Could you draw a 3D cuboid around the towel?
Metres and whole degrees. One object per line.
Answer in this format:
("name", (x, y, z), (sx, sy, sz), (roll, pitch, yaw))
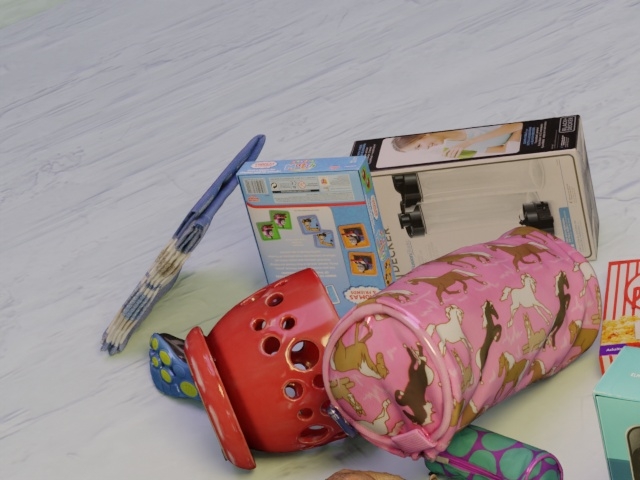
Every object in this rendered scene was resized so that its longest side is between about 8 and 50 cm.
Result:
("towel", (-0.171, 0.007, 2.238), (0.034, 0.285, 0.209), (37, 40, -2))

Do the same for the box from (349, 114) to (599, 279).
("box", (0.190, -0.049, 2.216), (0.290, 0.169, 0.087), (-5, 33, 15))

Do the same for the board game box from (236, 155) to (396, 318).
("board game box", (0.000, 0.000, 2.170), (0.160, 0.211, 0.039), (-2, 30, 22))

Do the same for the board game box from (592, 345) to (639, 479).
("board game box", (0.419, 0.231, 1.530), (0.336, 0.253, 0.079), (6, 35, 33))

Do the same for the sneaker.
("sneaker", (-0.141, 0.154, 2.137), (0.078, 0.067, 0.188), (-12, 19, -41))

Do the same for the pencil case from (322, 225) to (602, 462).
("pencil case", (0.159, 0.100, 1.870), (0.160, 0.167, 0.386), (32, 28, 22))

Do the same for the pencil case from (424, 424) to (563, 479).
("pencil case", (0.175, 0.230, 1.840), (0.152, 0.064, 0.070), (15, 25, 43))

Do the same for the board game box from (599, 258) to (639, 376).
("board game box", (0.393, 0.086, 2.006), (0.147, 0.045, 0.193), (-6, 30, 16))

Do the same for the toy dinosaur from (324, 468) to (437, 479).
("toy dinosaur", (0.004, 0.288, 1.772), (0.296, 0.127, 0.200), (-27, 24, -31))

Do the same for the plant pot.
("plant pot", (-0.050, 0.145, 1.969), (0.174, 0.191, 0.191), (-21, 29, -4))
